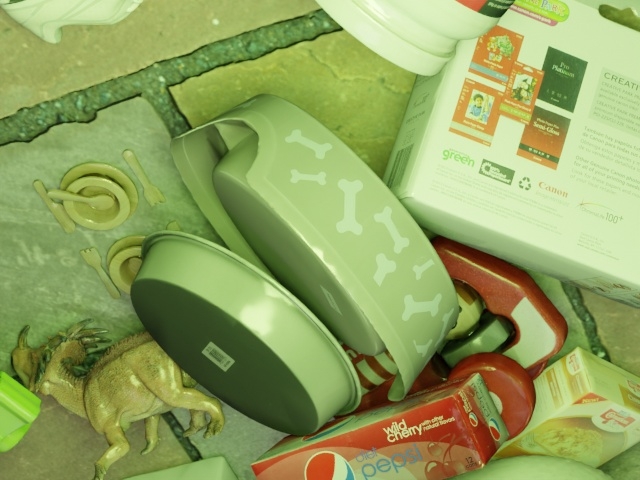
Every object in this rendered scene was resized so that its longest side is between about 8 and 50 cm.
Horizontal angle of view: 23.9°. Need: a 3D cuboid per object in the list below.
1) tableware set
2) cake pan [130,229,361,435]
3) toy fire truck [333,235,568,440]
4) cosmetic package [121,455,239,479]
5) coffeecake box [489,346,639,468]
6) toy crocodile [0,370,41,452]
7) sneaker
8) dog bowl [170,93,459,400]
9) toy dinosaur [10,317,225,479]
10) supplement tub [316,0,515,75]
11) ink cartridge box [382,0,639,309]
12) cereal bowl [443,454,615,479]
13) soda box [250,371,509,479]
[{"bbox_3d":[-0.225,-0.004,1.699,0.128,0.039,0.194,-17,125,18],"label":"tableware set"},{"bbox_3d":[-0.090,0.108,1.625,0.293,0.054,0.293,31,155,17],"label":"cake pan"},{"bbox_3d":[0.109,0.117,1.705,0.302,0.169,0.254,-36,99,28],"label":"toy fire truck"},{"bbox_3d":[-0.116,0.526,1.996,0.162,0.230,0.453,-16,125,18],"label":"cosmetic package"},{"bbox_3d":[0.288,0.219,1.794,0.142,0.068,0.185,26,128,-36],"label":"coffeecake box"},{"bbox_3d":[-0.453,0.220,1.824,0.341,0.105,0.115,-15,130,44],"label":"toy crocodile"},{"bbox_3d":[-0.193,-0.277,1.445,0.292,0.110,0.118,-18,133,28],"label":"sneaker"},{"bbox_3d":[0.000,0.000,1.518,0.102,0.349,0.348,-42,122,-12],"label":"dog bowl"},{"bbox_3d":[-0.222,0.157,1.787,0.296,0.127,0.200,-22,92,4],"label":"toy dinosaur"},{"bbox_3d":[0.123,-0.298,1.312,0.191,0.191,0.272,32,114,-19],"label":"supplement tub"},{"bbox_3d":[0.248,-0.108,1.485,0.310,0.271,0.130,21,171,-11],"label":"ink cartridge box"},{"bbox_3d":[0.214,0.362,1.770,0.339,0.141,0.339,-9,136,-9],"label":"cereal bowl"},{"bbox_3d":[0.061,0.226,1.618,0.263,0.092,0.083,-23,93,28],"label":"soda box"}]
